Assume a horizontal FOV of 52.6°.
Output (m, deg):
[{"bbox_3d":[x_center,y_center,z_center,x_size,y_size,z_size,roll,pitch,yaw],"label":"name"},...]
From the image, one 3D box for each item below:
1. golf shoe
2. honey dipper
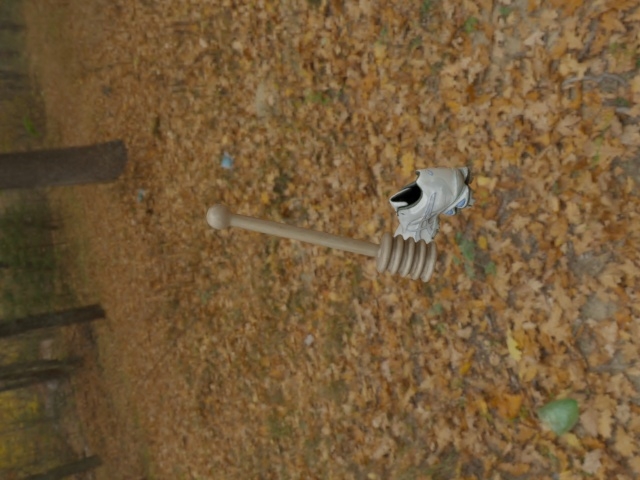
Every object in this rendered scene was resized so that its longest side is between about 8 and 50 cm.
[{"bbox_3d":[0.120,-0.041,0.828,0.176,0.086,0.069,123,152,-52],"label":"golf shoe"},{"bbox_3d":[0.000,0.000,0.451,0.030,0.161,0.030,-169,90,-87],"label":"honey dipper"}]
